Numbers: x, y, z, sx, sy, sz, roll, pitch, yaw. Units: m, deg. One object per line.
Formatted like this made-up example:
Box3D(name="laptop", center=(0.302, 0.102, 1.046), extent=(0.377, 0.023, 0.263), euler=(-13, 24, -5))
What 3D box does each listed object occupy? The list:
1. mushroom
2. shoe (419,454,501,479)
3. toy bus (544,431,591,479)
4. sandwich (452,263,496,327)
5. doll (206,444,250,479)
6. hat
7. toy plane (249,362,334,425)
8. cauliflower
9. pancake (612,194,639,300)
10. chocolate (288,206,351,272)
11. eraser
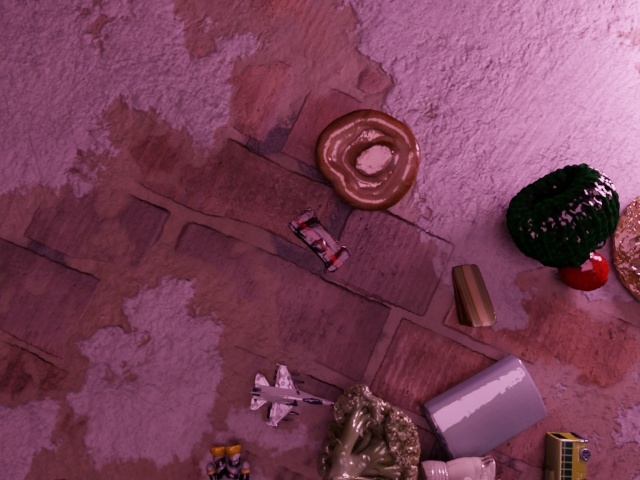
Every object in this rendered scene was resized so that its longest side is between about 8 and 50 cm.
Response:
Box3D(name="mushroom", center=(0.124, -0.210, 1.389), extent=(0.279, 0.146, 0.278), euler=(0, 96, 2))
Box3D(name="shoe", center=(0.397, 0.688, 1.330), extent=(0.211, 0.132, 0.341), euler=(-19, 105, 10))
Box3D(name="toy bus", center=(0.662, 0.614, 1.419), extent=(0.101, 0.088, 0.174), euler=(4, 85, -3))
Box3D(name="sandwich", center=(0.413, 0.145, 1.407), extent=(0.080, 0.113, 0.163), euler=(-5, 87, -4))
Box3D(name="doll", center=(-0.217, 0.685, 1.348), extent=(0.146, 0.103, 0.316), euler=(-10, 83, 0))
Box3D(name="hat", center=(0.667, -0.014, 1.405), extent=(0.274, 0.242, 0.332), euler=(-27, 114, 17))
Box3D(name="toy plane", center=(-0.081, 0.412, 1.387), extent=(0.234, 0.082, 0.159), euler=(14, 76, -18))
Box3D(name="cauliflower", center=(0.095, 0.522, 1.305), extent=(0.281, 0.260, 0.326), euler=(-9, 88, -28))
Box3D(name="pancake", center=(0.981, 0.023, 1.480), extent=(0.357, 0.065, 0.355), euler=(0, 87, -6))
Box3D(name="chocolate", center=(0.000, 0.000, 1.427), extent=(0.086, 0.028, 0.182), euler=(-40, 89, -7))
Box3D(name="eraser", center=(0.434, 0.454, 1.400), extent=(0.290, 0.104, 0.189), euler=(-27, 92, -5))
